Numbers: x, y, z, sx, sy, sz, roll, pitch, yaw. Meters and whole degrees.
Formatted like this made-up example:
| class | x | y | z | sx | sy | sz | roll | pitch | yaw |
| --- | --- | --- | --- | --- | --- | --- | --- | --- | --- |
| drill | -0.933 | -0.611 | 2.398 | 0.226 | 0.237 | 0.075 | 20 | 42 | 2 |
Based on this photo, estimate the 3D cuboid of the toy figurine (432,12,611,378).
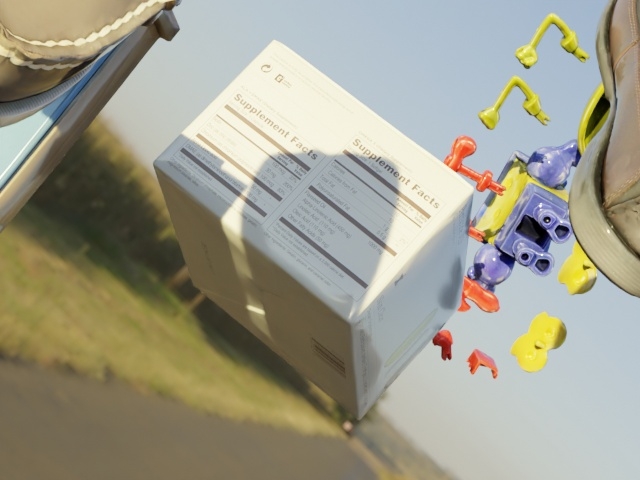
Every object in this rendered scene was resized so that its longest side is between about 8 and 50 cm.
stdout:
| class | x | y | z | sx | sy | sz | roll | pitch | yaw |
| --- | --- | --- | --- | --- | --- | --- | --- | --- | --- |
| toy figurine | 0.202 | -0.060 | 1.670 | 0.191 | 0.362 | 0.217 | 26 | 11 | -8 |

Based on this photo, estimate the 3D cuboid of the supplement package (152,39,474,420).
| class | x | y | z | sx | sy | sz | roll | pitch | yaw |
| --- | --- | --- | --- | --- | --- | --- | --- | --- | --- |
| supplement package | 0.000 | 0.000 | 1.328 | 0.204 | 0.145 | 0.262 | 38 | -15 | 16 |

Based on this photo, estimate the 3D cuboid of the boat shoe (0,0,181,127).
| class | x | y | z | sx | sy | sz | roll | pitch | yaw |
| --- | --- | --- | --- | --- | --- | --- | --- | --- | --- |
| boat shoe | -0.069 | -0.152 | 0.642 | 0.116 | 0.097 | 0.324 | 62 | 29 | -21 |

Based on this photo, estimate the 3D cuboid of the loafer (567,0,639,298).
| class | x | y | z | sx | sy | sz | roll | pitch | yaw |
| --- | --- | --- | --- | --- | --- | --- | --- | --- | --- |
| loafer | 0.221 | -0.086 | 0.945 | 0.109 | 0.095 | 0.302 | 38 | 40 | -13 |

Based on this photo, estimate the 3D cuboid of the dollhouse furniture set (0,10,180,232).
| class | x | y | z | sx | sy | sz | roll | pitch | yaw |
| --- | --- | --- | --- | --- | --- | --- | --- | --- | --- |
| dollhouse furniture set | -0.255 | -0.170 | 0.903 | 0.286 | 0.198 | 0.303 | 33 | -14 | 17 |
